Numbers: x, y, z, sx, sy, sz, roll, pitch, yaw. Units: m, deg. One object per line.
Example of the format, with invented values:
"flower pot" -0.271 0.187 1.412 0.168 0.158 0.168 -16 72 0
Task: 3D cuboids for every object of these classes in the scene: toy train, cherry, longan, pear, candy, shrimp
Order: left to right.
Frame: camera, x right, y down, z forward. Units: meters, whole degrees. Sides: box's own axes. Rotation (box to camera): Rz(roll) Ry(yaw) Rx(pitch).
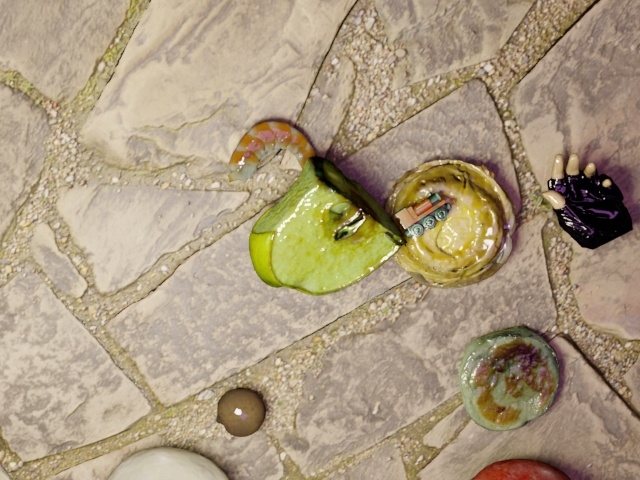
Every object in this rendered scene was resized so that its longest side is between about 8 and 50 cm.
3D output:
"candy" -0.319 0.556 1.597 0.295 0.185 0.295 -1 87 12
"longan" -0.168 0.358 1.638 0.113 0.092 0.113 3 126 4
"shrimp" -0.089 -0.151 1.555 0.166 0.049 0.161 34 96 -19
"pear" 0.000 0.000 1.538 0.238 0.164 0.255 35 106 -24
"toy train" 0.200 -0.050 1.520 0.103 0.044 0.064 -33 83 8
"cherry" 0.426 0.574 1.692 0.239 0.206 0.239 1 91 28

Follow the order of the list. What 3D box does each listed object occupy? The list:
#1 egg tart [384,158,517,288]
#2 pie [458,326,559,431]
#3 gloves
"egg tart" 0.262 -0.027 1.583 0.279 0.095 0.279 0 102 0
"pie" 0.401 0.298 1.692 0.240 0.054 0.240 -1 102 -7
"gloves" 0.529 -0.085 1.586 0.164 0.124 0.203 -25 83 -19
